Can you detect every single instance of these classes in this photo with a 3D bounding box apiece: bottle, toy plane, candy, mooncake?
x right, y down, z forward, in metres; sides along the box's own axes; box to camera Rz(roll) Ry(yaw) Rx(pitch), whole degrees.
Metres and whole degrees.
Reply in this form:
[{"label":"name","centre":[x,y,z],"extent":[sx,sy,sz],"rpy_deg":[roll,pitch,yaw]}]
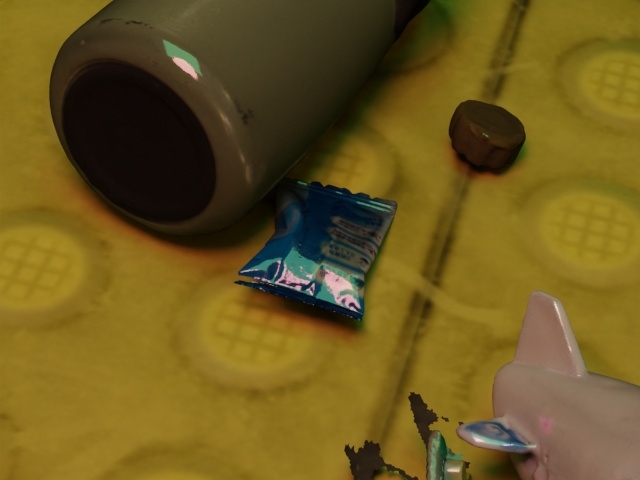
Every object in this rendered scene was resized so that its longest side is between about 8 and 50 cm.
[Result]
[{"label":"bottle","centre":[-0.029,-0.158,1.199],"extent":[0.168,0.168,0.347],"rpy_deg":[27,48,19]},{"label":"toy plane","centre":[0.201,0.135,0.958],"extent":[0.266,0.123,0.267],"rpy_deg":[10,23,-4]},{"label":"candy","centre":[-0.001,0.000,1.141],"extent":[0.088,0.038,0.136],"rpy_deg":[14,39,4]},{"label":"mooncake","centre":[0.089,0.027,1.111],"extent":[0.150,0.057,0.347],"rpy_deg":[26,50,16]}]

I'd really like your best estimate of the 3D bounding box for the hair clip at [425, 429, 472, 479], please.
[{"label":"hair clip","centre":[0.070,0.191,0.958],"extent":[0.049,0.049,0.173],"rpy_deg":[8,62,3]}]
